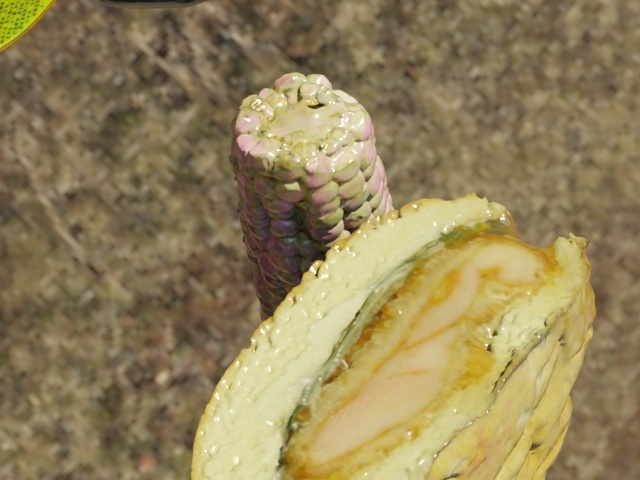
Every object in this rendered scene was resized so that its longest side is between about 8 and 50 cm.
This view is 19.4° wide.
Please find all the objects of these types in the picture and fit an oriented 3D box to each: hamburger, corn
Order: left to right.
[{"bbox_3d":[-0.001,0.002,1.334,0.126,0.126,0.335,-40,149,-15],"label":"corn"},{"bbox_3d":[0.043,0.140,1.195,0.330,0.162,0.209,-48,148,-40],"label":"hamburger"}]

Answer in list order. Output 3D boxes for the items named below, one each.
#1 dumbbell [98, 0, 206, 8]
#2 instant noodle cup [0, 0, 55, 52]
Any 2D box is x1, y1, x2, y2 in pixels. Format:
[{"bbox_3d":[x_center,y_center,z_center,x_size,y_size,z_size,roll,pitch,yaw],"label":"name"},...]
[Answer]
[{"bbox_3d":[-0.108,-0.308,1.150,0.160,0.144,0.325,-18,112,-9],"label":"dumbbell"},{"bbox_3d":[-0.244,-0.212,1.060,0.168,0.185,0.168,-46,157,-26],"label":"instant noodle cup"}]
